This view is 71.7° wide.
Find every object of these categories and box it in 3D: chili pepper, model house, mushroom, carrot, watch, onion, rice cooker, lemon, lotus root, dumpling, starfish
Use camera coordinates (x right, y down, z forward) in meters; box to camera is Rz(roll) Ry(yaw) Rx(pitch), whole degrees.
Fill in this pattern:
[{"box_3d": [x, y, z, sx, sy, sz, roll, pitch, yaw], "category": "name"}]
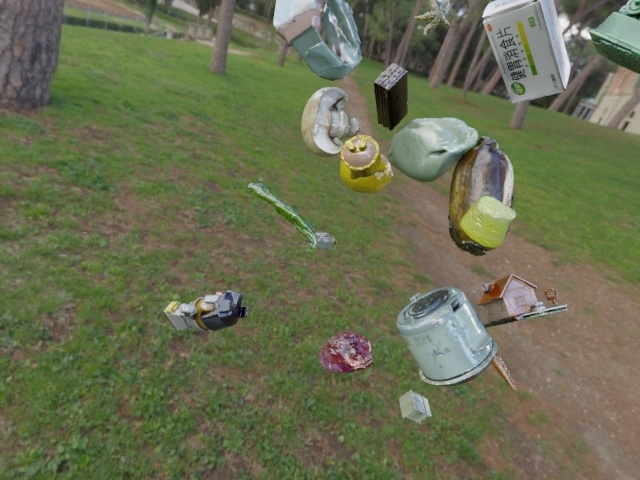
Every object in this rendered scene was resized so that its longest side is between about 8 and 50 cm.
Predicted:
[{"box_3d": [-0.131, -0.098, 1.648, 0.359, 0.076, 0.085, 44, 23, 16], "category": "chili pepper"}, {"box_3d": [0.667, 0.199, 1.514, 0.207, 0.153, 0.294, -13, -15, -6], "category": "model house"}, {"box_3d": [0.025, -0.442, 1.674, 0.195, 0.253, 0.189, 2, 11, -30], "category": "mushroom"}, {"box_3d": [0.744, 0.537, 1.792, 0.048, 0.048, 0.216, 17, 19, -8], "category": "carrot"}, {"box_3d": [0.013, -0.569, 1.189, 0.162, 0.253, 0.241, -14, -27, 41], "category": "watch"}, {"box_3d": [0.118, 0.463, 1.879, 0.227, 0.120, 0.284, -38, 20, -29], "category": "onion"}, {"box_3d": [0.403, 0.313, 1.414, 0.317, 0.316, 0.264, 32, 47, 27], "category": "rice cooker"}, {"box_3d": [0.232, -0.353, 2.258, 0.289, 0.233, 0.233, 15, 20, 16], "category": "lemon"}, {"box_3d": [-0.001, 0.001, 2.178, 0.165, 0.088, 0.088, 9, 21, 8], "category": "lotus root"}, {"box_3d": [0.384, -0.344, 1.566, 0.321, 0.269, 0.212, 39, 13, 31], "category": "dumpling"}, {"box_3d": [0.516, -1.028, 1.981, 0.208, 0.175, 0.053, -31, 27, -15], "category": "starfish"}, {"box_3d": [0.514, -0.146, 1.427, 0.196, 0.397, 0.179, 0, -18, 44], "category": "lotus root"}]

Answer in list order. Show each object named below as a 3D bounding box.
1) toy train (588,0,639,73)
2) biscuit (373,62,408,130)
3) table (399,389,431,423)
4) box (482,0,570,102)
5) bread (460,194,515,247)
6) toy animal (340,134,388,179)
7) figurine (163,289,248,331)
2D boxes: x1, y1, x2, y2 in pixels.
[{"box_3d": [1.043, -0.671, 1.425, 0.145, 0.202, 0.266, 25, 27, -40], "category": "toy train"}, {"box_3d": [0.256, -0.502, 1.575, 0.070, 0.106, 0.252, 39, -9, 22], "category": "biscuit"}, {"box_3d": [0.328, 0.580, 1.535, 0.083, 0.062, 0.079, 29, 31, -21], "category": "table"}, {"box_3d": [0.671, -0.632, 1.432, 0.173, 0.332, 0.145, -5, 45, 42], "category": "box"}, {"box_3d": [0.457, -0.050, 1.221, 0.129, 0.114, 0.111, 39, 39, 25], "category": "bread"}, {"box_3d": [0.155, -0.307, 1.630, 0.156, 0.156, 0.230, 31, -3, 24], "category": "toy animal"}, {"box_3d": [-0.412, 0.267, 1.650, 0.309, 0.143, 0.308, -10, 4, 1], "category": "figurine"}]
